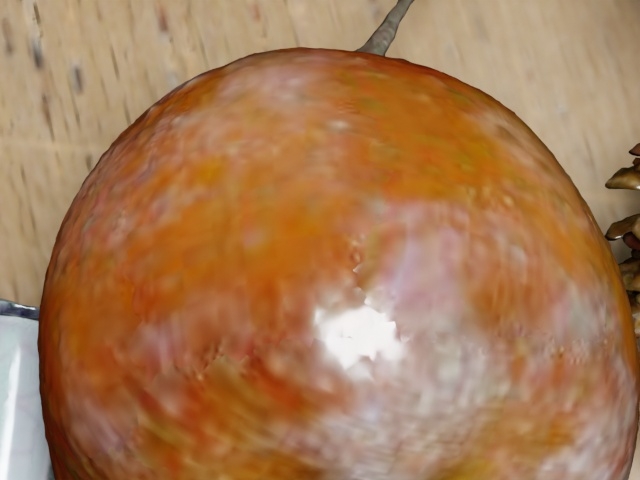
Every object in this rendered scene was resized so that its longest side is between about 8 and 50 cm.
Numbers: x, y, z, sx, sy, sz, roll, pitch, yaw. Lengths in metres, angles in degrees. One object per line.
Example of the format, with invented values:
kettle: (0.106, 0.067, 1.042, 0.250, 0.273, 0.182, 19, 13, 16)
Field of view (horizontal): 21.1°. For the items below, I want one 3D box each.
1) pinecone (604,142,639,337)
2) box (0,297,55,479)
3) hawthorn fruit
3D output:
pinecone: (0.189, 0.017, 0.713, 0.173, 0.173, 0.173, -1, 74, 3)
box: (-0.208, 0.196, 0.701, 0.190, 0.112, 0.370, 4, 75, 3)
hawthorn fruit: (-0.007, 0.037, 0.682, 0.235, 0.231, 0.263, -2, 35, -38)
